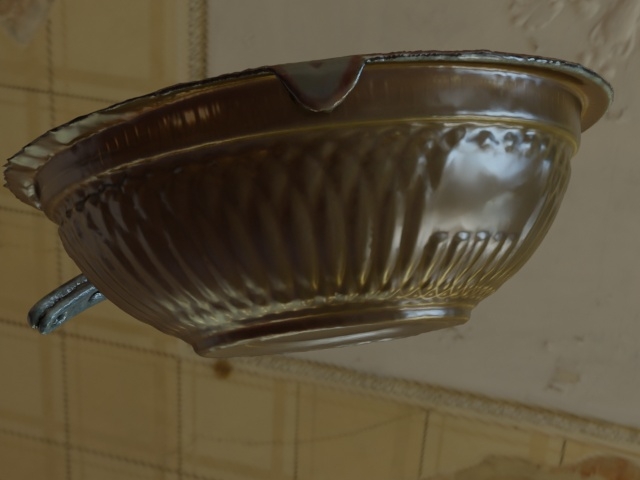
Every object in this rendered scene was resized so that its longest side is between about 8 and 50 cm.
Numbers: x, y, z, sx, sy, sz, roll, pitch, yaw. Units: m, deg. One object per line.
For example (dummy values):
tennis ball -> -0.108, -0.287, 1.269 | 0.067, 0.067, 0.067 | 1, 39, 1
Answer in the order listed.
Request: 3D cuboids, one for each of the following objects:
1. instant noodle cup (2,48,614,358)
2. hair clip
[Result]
instant noodle cup -> 0.000, 0.000, 0.555 | 0.274, 0.274, 0.090 | -12, -100, 25
hair clip -> -0.103, 0.022, 0.939 | 0.083, 0.275, 0.048 | 54, -43, 26
